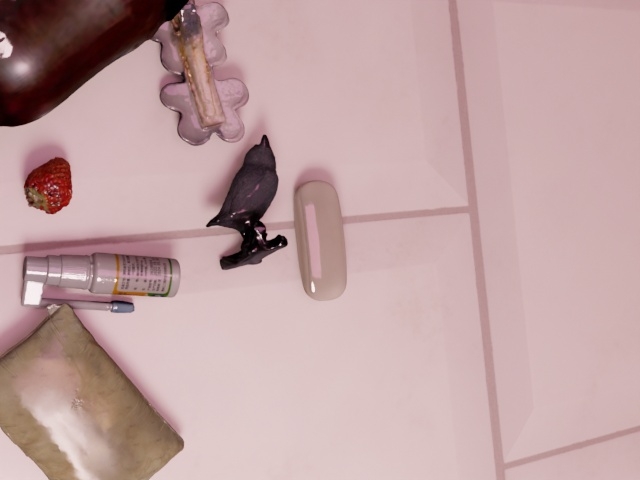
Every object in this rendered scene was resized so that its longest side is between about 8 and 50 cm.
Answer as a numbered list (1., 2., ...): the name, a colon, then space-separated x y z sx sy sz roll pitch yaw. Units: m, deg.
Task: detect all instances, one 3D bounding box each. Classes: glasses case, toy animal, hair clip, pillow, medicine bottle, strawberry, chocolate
1. glasses case: 0.000 0.000 1.366 0.081 0.051 0.204 -4 89 -27
2. toy animal: -0.127 -0.066 1.291 0.117 0.121 0.210 5 70 -22
3. hair clip: -0.192 -0.274 1.275 0.146 0.075 0.257 -18 102 -25
4. pillow: -0.348 0.251 1.157 0.185 0.075 0.302 -42 108 -21
5. medicine bottle: -0.322 0.063 1.193 0.221 0.061 0.092 6 104 -27
6. strawberry: -0.383 -0.082 1.163 0.073 0.073 0.083 44 52 -19
7. chocolate: -0.406 -0.312 1.032 0.384 0.384 0.331 40 87 -20
